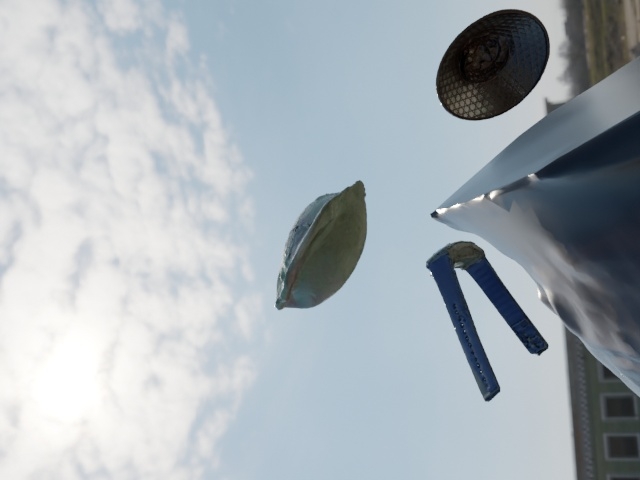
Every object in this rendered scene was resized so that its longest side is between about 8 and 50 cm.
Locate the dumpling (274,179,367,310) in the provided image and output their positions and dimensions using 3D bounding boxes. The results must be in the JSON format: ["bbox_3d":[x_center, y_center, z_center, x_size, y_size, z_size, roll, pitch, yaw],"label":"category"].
[{"bbox_3d":[-0.006,-0.001,1.105,0.217,0.104,0.149,-55,-44,-14],"label":"dumpling"}]

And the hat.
[{"bbox_3d":[0.256,-0.289,1.235,0.193,0.193,0.082,62,-176,-45],"label":"hat"}]

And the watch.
[{"bbox_3d":[0.286,0.134,1.455,0.276,0.068,0.275,-17,-108,-56],"label":"watch"}]

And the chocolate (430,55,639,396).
[{"bbox_3d":[0.310,0.008,0.405,0.331,0.383,0.383,56,-155,-3],"label":"chocolate"}]
